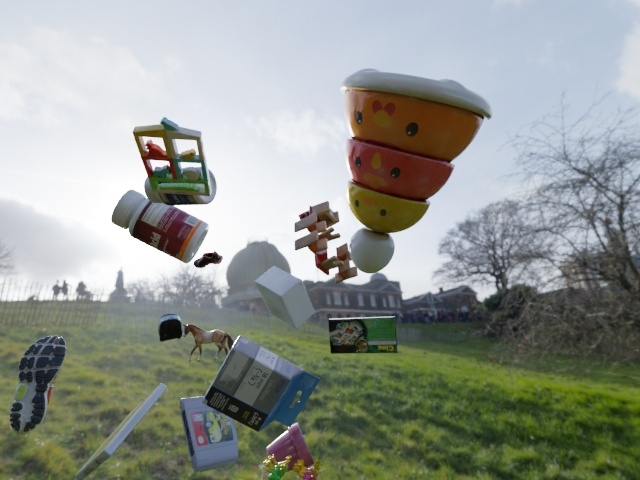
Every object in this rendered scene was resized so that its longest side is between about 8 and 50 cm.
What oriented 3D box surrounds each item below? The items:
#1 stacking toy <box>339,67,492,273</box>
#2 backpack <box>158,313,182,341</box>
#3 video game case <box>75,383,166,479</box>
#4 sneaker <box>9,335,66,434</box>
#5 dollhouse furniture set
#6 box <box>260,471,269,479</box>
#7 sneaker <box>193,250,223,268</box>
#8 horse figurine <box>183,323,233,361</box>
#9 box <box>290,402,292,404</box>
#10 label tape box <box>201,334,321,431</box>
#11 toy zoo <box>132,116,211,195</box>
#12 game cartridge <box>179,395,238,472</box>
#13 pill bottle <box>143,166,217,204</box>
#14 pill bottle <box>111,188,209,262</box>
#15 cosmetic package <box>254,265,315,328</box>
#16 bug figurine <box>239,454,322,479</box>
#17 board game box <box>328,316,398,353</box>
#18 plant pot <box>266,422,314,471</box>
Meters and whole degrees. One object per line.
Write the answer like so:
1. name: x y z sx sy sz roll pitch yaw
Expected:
1. stacking toy: 0.180 -0.138 0.978 0.352 0.478 0.350 11 14 -3
2. backpack: -0.694 0.392 1.839 0.105 0.084 0.114 -5 -62 -24
3. video game case: -0.542 0.522 1.097 0.206 0.026 0.227 -43 6 29
4. sneaker: -0.847 0.425 1.191 0.108 0.278 0.118 17 -33 -23
5. dollhouse furniture set: 0.000 0.000 1.402 0.135 0.258 0.262 -24 -42 24
6. box: -0.224 0.967 1.542 0.028 0.081 0.136 15 20 -4
7. sneaker: -0.413 0.064 1.442 0.120 0.047 0.057 -15 -41 16
8. horse figurine: -0.525 0.485 1.898 0.264 0.174 0.066 -2 -21 3
9. box: -0.191 0.682 1.876 0.156 0.093 0.158 4 10 10
10. label tape box: -0.201 0.522 1.393 0.334 0.240 0.106 29 12 -4
11. toy zoo: -0.450 -0.253 1.229 0.193 0.030 0.293 3 -38 -4
12. game cartridge: -0.443 0.760 1.606 0.196 0.294 0.060 15 -59 -42
13. pill bottle: -0.570 -0.217 1.621 0.265 0.153 0.153 0 -17 22
14. pill bottle: -0.755 -0.071 1.895 0.393 0.223 0.224 28 -27 -7
15. cosmetic package: -0.173 0.276 1.948 0.225 0.138 0.223 18 -42 44
16. bug figurine: -0.111 0.736 1.181 0.279 0.072 0.216 -12 8 31
17. board game box: 0.161 0.364 1.534 0.260 0.136 0.030 -5 -9 19
18. plant pot: -0.149 1.000 1.892 0.181 0.201 0.201 -23 -17 -12
